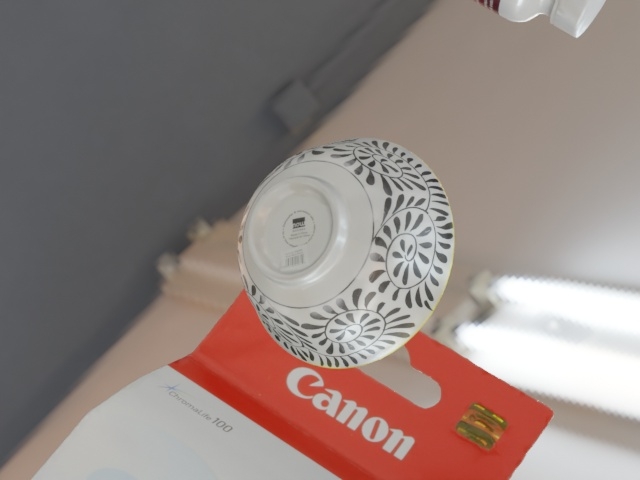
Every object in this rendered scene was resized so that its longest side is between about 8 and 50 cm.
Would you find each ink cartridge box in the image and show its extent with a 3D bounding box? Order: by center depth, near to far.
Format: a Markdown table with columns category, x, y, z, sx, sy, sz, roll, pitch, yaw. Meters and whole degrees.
| category | x | y | z | sx | sy | sz | roll | pitch | yaw |
| --- | --- | --- | --- | --- | --- | --- | --- | --- | --- |
| ink cartridge box | -0.037 | 0.197 | 1.542 | 0.308 | 0.091 | 0.385 | 31 | -111 | 22 |

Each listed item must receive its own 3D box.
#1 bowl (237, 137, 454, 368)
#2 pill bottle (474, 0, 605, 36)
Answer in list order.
| category | x | y | z | sx | sy | sz | roll | pitch | yaw |
| --- | --- | --- | --- | --- | --- | --- | --- | --- | --- |
| bowl | 0.000 | 0.000 | 1.310 | 0.170 | 0.080 | 0.170 | -9 | -107 | 30 |
| pill bottle | 0.105 | -0.186 | 1.135 | 0.086 | 0.152 | 0.086 | -55 | 168 | -18 |
